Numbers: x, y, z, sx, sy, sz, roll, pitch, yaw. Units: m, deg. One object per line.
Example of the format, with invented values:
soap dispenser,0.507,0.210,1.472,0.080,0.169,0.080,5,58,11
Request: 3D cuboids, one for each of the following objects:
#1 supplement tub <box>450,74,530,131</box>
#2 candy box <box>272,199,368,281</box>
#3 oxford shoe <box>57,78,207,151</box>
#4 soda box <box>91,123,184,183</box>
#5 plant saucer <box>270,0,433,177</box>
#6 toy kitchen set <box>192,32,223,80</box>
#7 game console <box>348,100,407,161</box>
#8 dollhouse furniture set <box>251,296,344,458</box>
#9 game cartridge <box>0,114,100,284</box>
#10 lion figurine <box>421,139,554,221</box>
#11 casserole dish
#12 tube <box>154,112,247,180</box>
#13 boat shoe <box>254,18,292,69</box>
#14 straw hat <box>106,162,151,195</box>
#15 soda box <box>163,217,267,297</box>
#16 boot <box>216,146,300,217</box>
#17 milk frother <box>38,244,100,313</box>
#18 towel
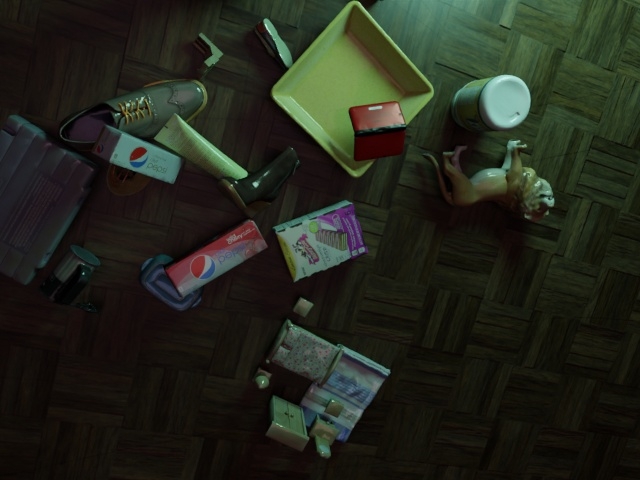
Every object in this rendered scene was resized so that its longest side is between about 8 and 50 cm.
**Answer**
supplement tub,0.464,-0.375,1.401,0.145,0.200,0.144,-3,102,-13
candy box,0.000,0.000,1.434,0.234,0.071,0.159,-22,106,-8
oxford shoe,-0.448,-0.300,1.228,0.364,0.133,0.129,-24,106,-8
soda box,-0.433,-0.203,1.216,0.069,0.216,0.073,28,94,24
plant saucer,0.084,-0.397,1.366,0.333,0.081,0.333,42,90,-17
toy kitchen set,-0.305,-0.457,1.268,0.075,0.083,0.068,42,131,-18
game console,0.149,-0.294,1.356,0.144,0.085,0.124,-11,73,-12
dollhouse furniture set,-0.010,0.396,1.441,0.303,0.174,0.355,28,96,-10
game cartridge,-0.718,-0.090,1.221,0.230,0.068,0.355,33,100,-16
lion figurine,0.496,-0.165,1.505,0.393,0.142,0.240,-3,110,1
casserole dish,-0.406,0.122,1.379,0.188,0.037,0.114,41,90,-19
tube,-0.299,-0.222,1.301,0.240,0.062,0.070,35,77,-27
boat shoe,-0.122,-0.504,1.314,0.043,0.049,0.137,-19,114,35
straw hat,-0.495,-0.186,1.273,0.061,0.144,0.144,27,95,24
soda box,-0.279,0.043,1.348,0.263,0.083,0.092,-32,105,-14
boot,-0.150,-0.167,1.287,0.090,0.248,0.207,41,87,13
milk frother,-0.614,0.110,1.305,0.134,0.129,0.143,-51,151,1
towel,0.066,0.479,1.572,0.209,0.034,0.285,32,93,-17
